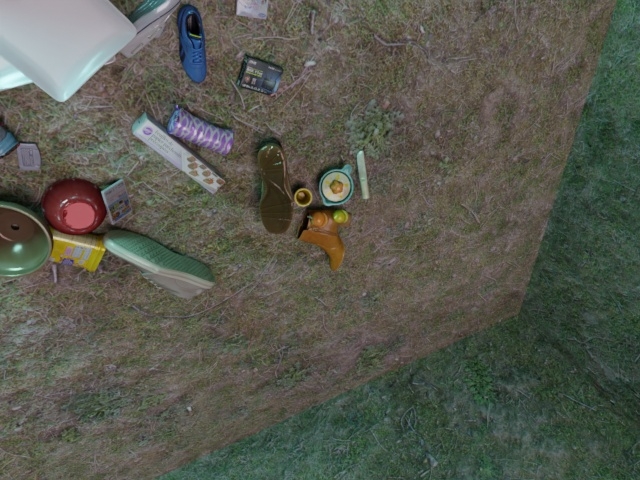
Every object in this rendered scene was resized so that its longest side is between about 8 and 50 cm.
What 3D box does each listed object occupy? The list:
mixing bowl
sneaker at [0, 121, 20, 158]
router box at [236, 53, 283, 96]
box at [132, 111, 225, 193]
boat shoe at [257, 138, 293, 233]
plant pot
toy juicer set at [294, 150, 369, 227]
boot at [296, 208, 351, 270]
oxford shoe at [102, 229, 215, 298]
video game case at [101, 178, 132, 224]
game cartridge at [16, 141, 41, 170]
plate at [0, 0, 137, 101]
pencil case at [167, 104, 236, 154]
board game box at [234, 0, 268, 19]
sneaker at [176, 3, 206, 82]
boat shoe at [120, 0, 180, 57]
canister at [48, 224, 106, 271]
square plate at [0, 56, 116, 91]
[{"bbox_3d":[-0.727,-0.088,1.336,0.181,0.098,0.182,-14,116,-30],"label":"mixing bowl"},{"bbox_3d":[-0.934,-0.237,1.155,0.261,0.104,0.125,-30,117,-10],"label":"sneaker"},{"bbox_3d":[-0.185,-0.505,1.373,0.122,0.038,0.092,6,122,-32],"label":"router box"},{"bbox_3d":[-0.438,-0.267,1.408,0.063,0.067,0.324,-42,135,8],"label":"box"},{"bbox_3d":[-0.157,-0.190,1.585,0.123,0.123,0.342,-2,121,4],"label":"boat shoe"},{"bbox_3d":[-0.906,-0.019,1.304,0.237,0.110,0.237,-8,122,-13],"label":"plant pot"},{"bbox_3d":[0.077,-0.172,1.703,0.329,0.089,0.209,-32,106,-5],"label":"toy juicer set"},{"bbox_3d":[0.000,0.000,1.855,0.211,0.104,0.295,-1,120,-22],"label":"boot"},{"bbox_3d":[-0.567,0.100,1.571,0.130,0.169,0.449,-43,139,10],"label":"oxford shoe"},{"bbox_3d":[-0.642,-0.122,1.411,0.087,0.011,0.122,-54,154,-47],"label":"video game case"},{"bbox_3d":[-0.819,-0.236,1.256,0.056,0.017,0.083,-1,126,-24],"label":"game cartridge"},{"bbox_3d":[-0.629,-0.509,1.038,0.277,0.045,0.278,-39,136,7],"label":"plate"},{"bbox_3d":[-0.369,-0.337,1.382,0.206,0.086,0.088,19,81,-39],"label":"pencil case"},{"bbox_3d":[-0.190,-0.672,1.246,0.090,0.020,0.090,-5,127,-26],"label":"board game box"},{"bbox_3d":[-0.350,-0.532,1.231,0.069,0.082,0.209,-15,133,-20],"label":"sneaker"},{"bbox_3d":[-0.444,-0.565,1.164,0.226,0.083,0.076,-28,146,11],"label":"boat shoe"},{"bbox_3d":[-0.798,0.023,1.439,0.169,0.073,0.126,20,114,-37],"label":"canister"},{"bbox_3d":[-0.714,-0.544,1.029,0.344,0.049,0.347,-20,136,-12],"label":"square plate"}]
